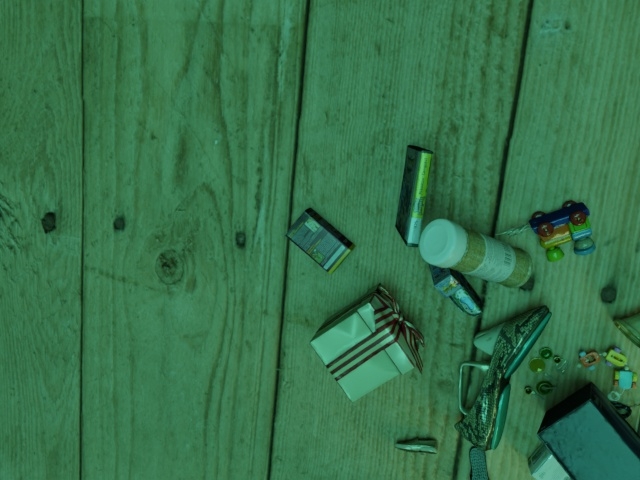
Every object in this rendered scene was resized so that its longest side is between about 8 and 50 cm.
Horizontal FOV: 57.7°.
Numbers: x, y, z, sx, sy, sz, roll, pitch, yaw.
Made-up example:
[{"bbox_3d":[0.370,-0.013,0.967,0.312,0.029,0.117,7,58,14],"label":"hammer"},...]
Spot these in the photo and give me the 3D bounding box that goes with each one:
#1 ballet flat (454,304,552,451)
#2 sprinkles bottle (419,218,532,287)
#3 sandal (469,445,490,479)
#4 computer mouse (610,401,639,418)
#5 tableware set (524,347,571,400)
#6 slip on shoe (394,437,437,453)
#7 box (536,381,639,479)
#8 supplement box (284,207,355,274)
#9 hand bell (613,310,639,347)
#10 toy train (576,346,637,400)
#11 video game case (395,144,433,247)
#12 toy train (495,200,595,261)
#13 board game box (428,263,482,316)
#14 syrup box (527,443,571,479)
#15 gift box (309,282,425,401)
[{"bbox_3d":[0.504,0.384,1.704,0.182,0.164,0.483,25,108,29],"label":"ballet flat"},{"bbox_3d":[0.424,0.041,1.557,0.121,0.355,0.121,-23,59,46],"label":"sprinkles bottle"},{"bbox_3d":[0.498,0.734,1.823,0.067,0.040,0.179,-2,85,9],"label":"sandal"},{"bbox_3d":[0.930,0.472,1.662,0.242,0.041,0.071,-20,96,17],"label":"computer mouse"},{"bbox_3d":[0.662,0.398,1.724,0.104,0.024,0.154,31,106,7],"label":"tableware set"},{"bbox_3d":[0.306,0.652,1.851,0.135,0.051,0.041,-3,60,22],"label":"slip on shoe"},{"bbox_3d":[0.757,0.564,1.551,0.183,0.296,0.294,-44,70,16],"label":"box"},{"bbox_3d":[0.000,0.000,1.783,0.188,0.081,0.104,41,107,4],"label":"supplement box"},{"bbox_3d":[0.942,0.183,1.586,0.242,0.126,0.126,-44,88,6],"label":"hand bell"},{"bbox_3d":[0.825,0.369,1.669,0.125,0.046,0.166,-38,87,18],"label":"toy train"},{"bbox_3d":[0.252,-0.131,1.597,0.035,0.275,0.248,7,102,-1],"label":"video game case"},{"bbox_3d":[0.633,-0.002,1.625,0.248,0.105,0.143,-21,108,17],"label":"toy train"},{"bbox_3d":[0.380,0.132,1.655,0.060,0.194,0.194,-37,89,17],"label":"board game box"},{"bbox_3d":[0.745,0.712,1.723,0.237,0.096,0.093,35,104,6],"label":"syrup box"},{"bbox_3d":[0.153,0.302,1.707,0.258,0.276,0.255,-36,95,16],"label":"gift box"}]
